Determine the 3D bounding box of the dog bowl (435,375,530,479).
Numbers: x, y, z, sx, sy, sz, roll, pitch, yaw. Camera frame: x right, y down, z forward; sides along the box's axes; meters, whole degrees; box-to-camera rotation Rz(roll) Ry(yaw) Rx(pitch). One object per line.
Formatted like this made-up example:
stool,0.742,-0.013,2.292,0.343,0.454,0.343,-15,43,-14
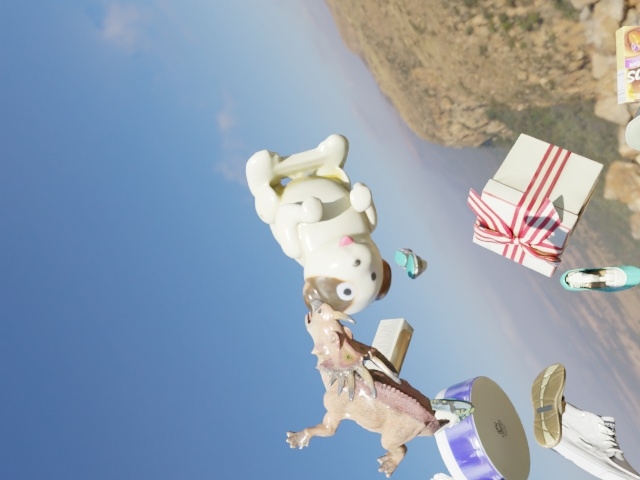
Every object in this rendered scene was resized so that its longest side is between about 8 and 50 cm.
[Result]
dog bowl,0.384,0.461,1.599,0.265,0.104,0.265,35,-142,-34

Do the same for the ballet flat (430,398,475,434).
ballet flat,0.192,0.327,1.247,0.070,0.188,0.070,2,-90,-85

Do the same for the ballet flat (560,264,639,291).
ballet flat,0.890,0.124,2.149,0.087,0.247,0.083,9,-104,-61

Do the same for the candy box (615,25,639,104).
candy box,0.797,-0.434,1.670,0.053,0.109,0.187,-73,-21,-86

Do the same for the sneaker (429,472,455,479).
sneaker,0.282,0.621,1.646,0.087,0.228,0.092,57,-158,-59

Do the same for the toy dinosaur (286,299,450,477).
toy dinosaur,0.085,0.222,0.948,0.295,0.200,0.127,25,-138,-13

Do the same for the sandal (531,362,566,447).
sandal,0.460,0.330,1.340,0.049,0.072,0.180,37,-131,-28

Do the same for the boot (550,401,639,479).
boot,0.595,0.431,1.423,0.095,0.123,0.258,29,175,-35

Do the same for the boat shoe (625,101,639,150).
boat shoe,0.761,-0.293,1.530,0.081,0.069,0.228,27,156,18

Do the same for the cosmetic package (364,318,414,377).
cosmetic package,0.131,0.208,1.284,0.041,0.060,0.115,45,-126,-31

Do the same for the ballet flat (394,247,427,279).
ballet flat,0.157,0.037,1.132,0.041,0.041,0.114,56,180,-16

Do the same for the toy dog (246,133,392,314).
toy dog,0.000,0.000,1.670,0.408,0.284,0.395,59,146,36

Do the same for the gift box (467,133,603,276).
gift box,0.524,-0.092,1.685,0.255,0.258,0.276,24,153,25
